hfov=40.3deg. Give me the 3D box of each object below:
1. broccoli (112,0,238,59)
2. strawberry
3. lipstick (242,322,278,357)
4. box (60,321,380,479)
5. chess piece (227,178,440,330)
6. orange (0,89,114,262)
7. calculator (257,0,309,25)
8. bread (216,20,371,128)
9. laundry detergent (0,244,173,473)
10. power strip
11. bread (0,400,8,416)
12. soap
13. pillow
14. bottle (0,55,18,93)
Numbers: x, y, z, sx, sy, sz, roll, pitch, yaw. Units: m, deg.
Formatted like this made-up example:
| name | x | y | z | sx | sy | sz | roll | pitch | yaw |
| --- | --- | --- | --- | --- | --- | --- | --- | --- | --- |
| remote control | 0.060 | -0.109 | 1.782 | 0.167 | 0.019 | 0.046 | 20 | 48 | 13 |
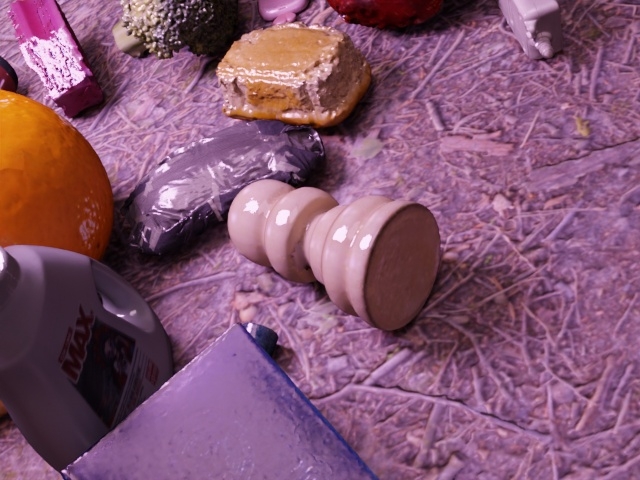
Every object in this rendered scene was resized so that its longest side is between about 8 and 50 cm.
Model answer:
| name | x | y | z | sx | sy | sz | roll | pitch | yaw |
| --- | --- | --- | --- | --- | --- | --- | --- | --- | --- |
| broccoli | -0.279 | -0.453 | 1.593 | 0.259 | 0.236 | 0.288 | 2 | 19 | 23 |
| strawberry | 0.135 | -0.480 | 1.452 | 0.274 | 0.220 | 0.274 | 2 | 94 | 28 |
| lipstick | -0.108 | 0.219 | 1.107 | 0.053 | 0.053 | 0.234 | 1 | 57 | 23 |
| box | -0.095 | 0.282 | 0.965 | 0.261 | 0.116 | 0.279 | -40 | 69 | -11 |
| chess piece | 0.000 | 0.000 | 1.176 | 0.299 | 0.167 | 0.167 | 19 | 63 | 41 |
| orange | -0.513 | -0.051 | 1.265 | 0.423 | 0.326 | 0.424 | 3 | 33 | -2 |
| calculator | -0.071 | -0.458 | 1.634 | 0.103 | 0.024 | 0.166 | -15 | 49 | 11 |
| bread | -0.045 | -0.264 | 1.407 | 0.245 | 0.121 | 0.174 | 10 | 58 | 26 |
| laundry detergent | -0.317 | 0.112 | 1.045 | 0.124 | 0.398 | 0.264 | -6 | 53 | 19 |
| power strip | 0.310 | -0.403 | 1.383 | 0.058 | 0.098 | 0.338 | -18 | 50 | 5 |
| bread | -0.484 | 0.232 | 1.251 | 0.115 | 0.056 | 0.082 | -27 | 37 | -11 |
| soap | -0.492 | -0.338 | 1.634 | 0.099 | 0.162 | 0.250 | -26 | 50 | -6 |
| pillow | -0.152 | -0.090 | 1.338 | 0.335 | 0.093 | 0.162 | -26 | 54 | 1 |
| bottle | -0.681 | -0.197 | 1.616 | 0.143 | 0.144 | 0.336 | -4 | 56 | 20 |
